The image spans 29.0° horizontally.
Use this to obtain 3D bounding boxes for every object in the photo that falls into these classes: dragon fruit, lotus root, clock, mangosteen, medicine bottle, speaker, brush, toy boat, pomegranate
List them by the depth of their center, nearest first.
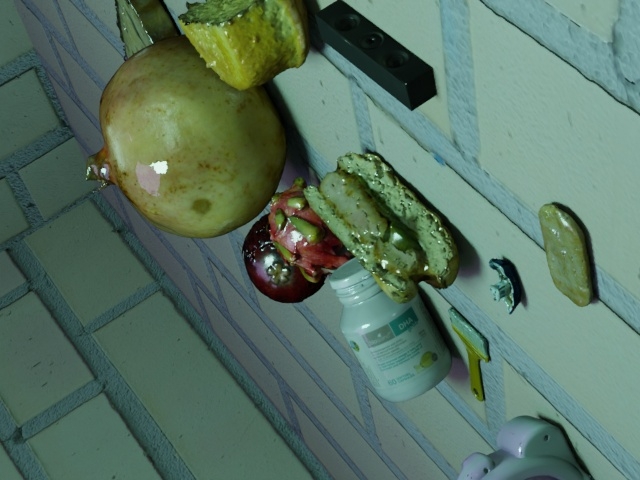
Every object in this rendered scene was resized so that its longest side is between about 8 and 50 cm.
[{"bbox_3d":[0.065,-0.226,1.496,0.191,0.040,0.046,44,163,39],"label":"speaker"},{"bbox_3d":[0.231,0.059,1.560,0.038,0.038,0.083,33,151,57],"label":"toy boat"},{"bbox_3d":[0.265,0.392,1.717,0.228,0.248,0.090,62,162,-16],"label":"clock"},{"bbox_3d":[0.230,0.184,1.867,0.083,0.011,0.205,45,161,37],"label":"brush"},{"bbox_3d":[0.102,0.130,1.914,0.215,0.135,0.135,61,165,-14],"label":"medicine bottle"},{"bbox_3d":[0.000,0.000,2.008,0.208,0.133,0.150,46,164,6],"label":"dragon fruit"},{"bbox_3d":[-0.229,-0.160,2.015,0.338,0.338,0.338,51,164,21],"label":"pomegranate"},{"bbox_3d":[-0.059,0.022,2.196,0.166,0.166,0.180,60,-171,-12],"label":"mangosteen"},{"bbox_3d":[-0.317,-0.380,2.325,0.170,0.074,0.261,53,163,14],"label":"lotus root"}]

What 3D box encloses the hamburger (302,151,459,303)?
[{"bbox_3d":[0.100,-0.008,1.709,0.262,0.124,0.131,50,-177,39],"label":"hamburger"}]

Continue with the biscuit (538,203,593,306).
[{"bbox_3d":[0.273,0.017,1.375,0.071,0.018,0.147,43,159,45],"label":"biscuit"}]

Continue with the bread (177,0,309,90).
[{"bbox_3d":[-0.098,-0.283,1.693,0.140,0.143,0.229,64,166,-22],"label":"bread"}]
